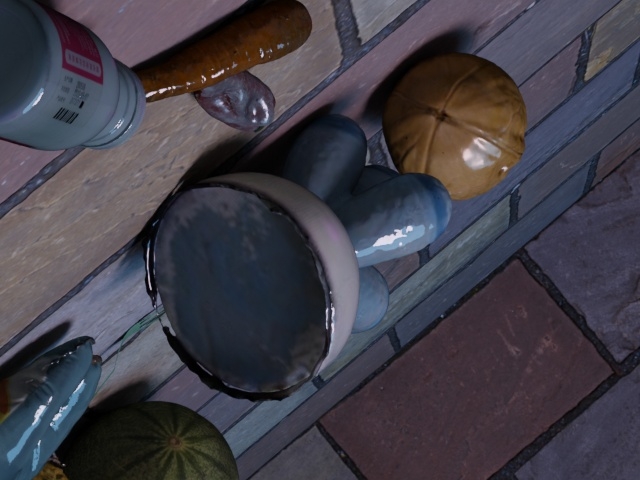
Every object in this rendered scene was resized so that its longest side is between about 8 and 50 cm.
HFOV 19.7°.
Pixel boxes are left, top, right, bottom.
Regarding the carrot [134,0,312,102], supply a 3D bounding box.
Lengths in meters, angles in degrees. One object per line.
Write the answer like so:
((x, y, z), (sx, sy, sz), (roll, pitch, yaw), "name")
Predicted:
((-0.086, -0.149, 1.487), (0.191, 0.047, 0.047), (-27, 163, -31), "carrot")

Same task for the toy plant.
((0.000, 0.000, 1.896), (0.332, 0.247, 0.247), (-33, 167, -51), "toy plant")

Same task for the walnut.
((0.151, -0.126, 2.038), (0.165, 0.165, 0.197), (-41, 172, 2), "walnut")

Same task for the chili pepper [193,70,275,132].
((-0.078, -0.127, 1.592), (0.050, 0.041, 0.153), (-61, 151, 0), "chili pepper")

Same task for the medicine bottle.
((-0.180, -0.104, 1.218), (0.090, 0.090, 0.217), (-42, 169, 7), "medicine bottle")

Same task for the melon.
((-0.220, 0.328, 2.344), (0.237, 0.237, 0.301), (-33, 164, -33), "melon")

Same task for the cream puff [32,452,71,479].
((-0.362, 0.307, 2.080), (0.189, 0.129, 0.189), (-28, 177, -1), "cream puff")

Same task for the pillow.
((-0.308, 0.191, 1.943), (0.214, 0.086, 0.233), (-44, 171, -9), "pillow")

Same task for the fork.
((-0.248, 0.156, 2.082), (0.235, 0.021, 0.039), (-51, 169, -20), "fork")
